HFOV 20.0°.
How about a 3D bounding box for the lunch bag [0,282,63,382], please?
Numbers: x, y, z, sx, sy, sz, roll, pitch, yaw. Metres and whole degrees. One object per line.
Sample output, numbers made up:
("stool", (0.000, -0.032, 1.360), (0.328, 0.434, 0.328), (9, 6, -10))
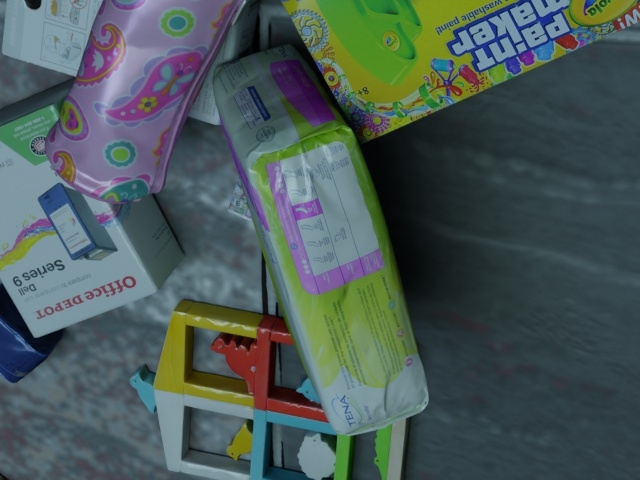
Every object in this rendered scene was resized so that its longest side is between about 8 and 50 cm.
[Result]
("lunch bag", (-0.324, 0.094, 1.869), (0.098, 0.067, 0.065), (45, 118, -6))

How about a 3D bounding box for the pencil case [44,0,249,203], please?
("pencil case", (-0.144, -0.168, 1.601), (0.124, 0.124, 0.284), (30, 118, 2))

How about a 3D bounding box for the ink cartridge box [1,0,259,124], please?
("ink cartridge box", (-0.172, -0.230, 1.684), (0.232, 0.066, 0.189), (20, 119, 17))

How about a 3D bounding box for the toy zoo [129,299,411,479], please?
("toy zoo", (-0.054, 0.166, 1.842), (0.293, 0.030, 0.192), (11, 117, 12))

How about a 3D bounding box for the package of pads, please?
("package of pads", (0.000, 0.000, 1.614), (0.101, 0.229, 0.296), (-20, 117, -4))

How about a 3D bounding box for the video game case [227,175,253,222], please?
("video game case", (-0.032, -0.063, 1.738), (0.087, 0.011, 0.122), (24, 119, 6))

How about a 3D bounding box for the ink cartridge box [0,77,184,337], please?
("ink cartridge box", (-0.254, -0.031, 1.776), (0.154, 0.093, 0.212), (-20, 109, 24))

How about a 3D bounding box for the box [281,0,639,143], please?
("box", (0.110, -0.280, 1.498), (0.290, 0.177, 0.279), (-23, 107, 25))

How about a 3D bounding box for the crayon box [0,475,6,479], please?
("crayon box", (-0.475, 0.273, 1.993), (0.278, 0.081, 0.165), (38, 120, -3))
